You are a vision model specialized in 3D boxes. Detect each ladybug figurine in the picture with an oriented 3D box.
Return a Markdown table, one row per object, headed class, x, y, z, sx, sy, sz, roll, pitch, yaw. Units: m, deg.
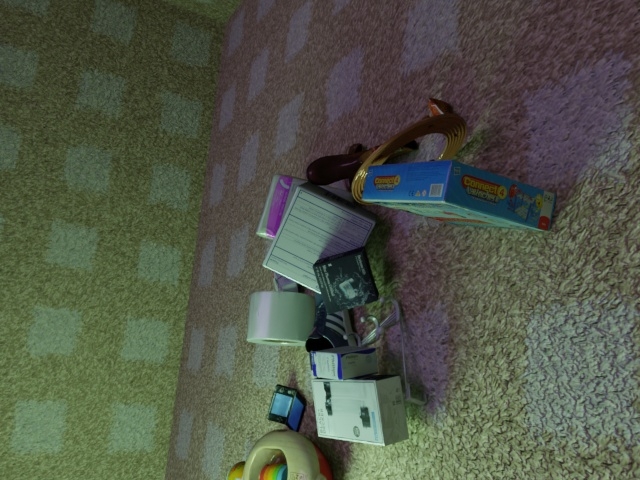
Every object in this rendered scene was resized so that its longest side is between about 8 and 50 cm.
| class | x | y | z | sx | sy | sz | roll | pitch | yaw |
| --- | --- | --- | --- | --- | --- | --- | --- | --- | --- |
| ladybug figurine | -0.099 | 0.777 | 1.849 | 0.449 | 0.162 | 0.305 | -22 | 56 | 54 |

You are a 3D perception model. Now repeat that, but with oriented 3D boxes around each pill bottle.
| class | x | y | z | sx | sy | sz | roll | pitch | yaw |
| --- | --- | --- | --- | --- | --- | --- | --- | --- | --- |
| pill bottle | -0.248 | 0.902 | 2.127 | 0.245 | 0.136 | 0.136 | -29 | 55 | 56 |

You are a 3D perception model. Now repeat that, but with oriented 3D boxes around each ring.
| class | x | y | z | sx | sy | sz | roll | pitch | yaw |
| --- | --- | --- | --- | --- | --- | --- | --- | --- | --- |
| ring | 0.223 | -0.207 | 1.460 | 0.336 | 0.336 | 0.032 | -50 | 60 | 42 |

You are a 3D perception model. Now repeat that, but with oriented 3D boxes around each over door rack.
| class | x | y | z | sx | sy | sz | roll | pitch | yaw |
| --- | --- | --- | --- | --- | --- | --- | --- | --- | --- |
| over door rack | 0.157 | 0.350 | 1.607 | 0.239 | 0.108 | 0.324 | -52 | 37 | 42 |

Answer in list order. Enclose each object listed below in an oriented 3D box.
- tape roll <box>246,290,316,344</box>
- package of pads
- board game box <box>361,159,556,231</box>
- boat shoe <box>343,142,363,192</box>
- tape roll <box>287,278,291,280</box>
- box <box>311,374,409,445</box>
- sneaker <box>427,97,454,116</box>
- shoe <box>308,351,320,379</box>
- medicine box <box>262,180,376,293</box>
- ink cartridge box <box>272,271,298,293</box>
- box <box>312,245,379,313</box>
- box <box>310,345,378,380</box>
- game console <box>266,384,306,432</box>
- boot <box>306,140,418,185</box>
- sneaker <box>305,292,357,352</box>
| class | x | y | z | sx | sy | sz | roll | pitch | yaw |
| --- | --- | --- | --- | --- | --- | --- | --- | --- | --- |
| tape roll | -0.137 | 0.283 | 2.041 | 0.246 | 0.246 | 0.169 | -23 | 59 | 58 |
| package of pads | -0.048 | -0.090 | 1.952 | 0.101 | 0.296 | 0.229 | 79 | -153 | -83 |
| board game box | 0.303 | -0.098 | 1.290 | 0.308 | 0.302 | 0.086 | 9 | 88 | 62 |
| boat shoe | 0.117 | -0.253 | 1.959 | 0.060 | 0.064 | 0.178 | -24 | 56 | 60 |
| tape roll | -0.090 | 0.011 | 2.134 | 0.275 | 0.090 | 0.275 | 173 | 90 | -70 |
| box | 0.099 | 0.454 | 1.545 | 0.290 | 0.087 | 0.169 | -16 | 78 | 53 |
| sneaker | 0.335 | -0.342 | 1.585 | 0.175 | 0.064 | 0.067 | -106 | 28 | -46 |
| shoe | -0.010 | 0.418 | 1.882 | 0.076 | 0.058 | 0.219 | -44 | 21 | 14 |
| medicine box | 0.000 | 0.000 | 1.807 | 0.289 | 0.263 | 0.149 | -65 | -2 | 14 |
| ink cartridge box | -0.138 | 0.177 | 2.236 | 0.150 | 0.063 | 0.109 | -125 | 25 | -55 |
| box | 0.076 | 0.117 | 1.692 | 0.093 | 0.158 | 0.156 | -45 | -62 | -78 |
| box | 0.065 | 0.332 | 1.552 | 0.137 | 0.126 | 0.072 | -12 | 82 | 54 |
| game console | -0.125 | 0.616 | 2.067 | 0.085 | 0.124 | 0.144 | -83 | 9 | -82 |
| boot | 0.121 | -0.241 | 1.754 | 0.280 | 0.264 | 0.096 | -9 | 88 | 62 |
| sneaker | 0.012 | 0.285 | 1.834 | 0.131 | 0.148 | 0.350 | -64 | 33 | 37 |
